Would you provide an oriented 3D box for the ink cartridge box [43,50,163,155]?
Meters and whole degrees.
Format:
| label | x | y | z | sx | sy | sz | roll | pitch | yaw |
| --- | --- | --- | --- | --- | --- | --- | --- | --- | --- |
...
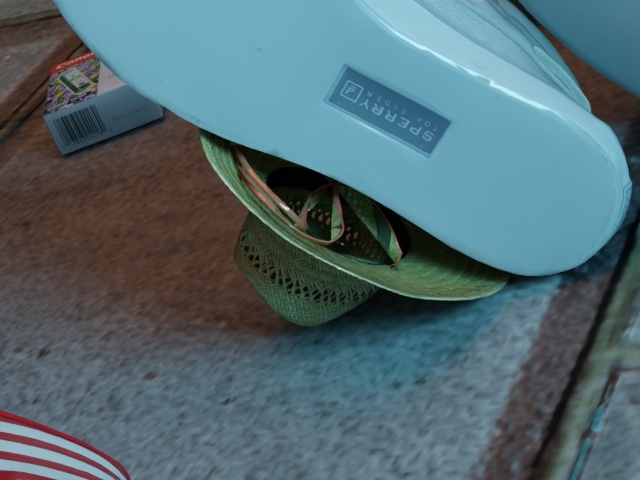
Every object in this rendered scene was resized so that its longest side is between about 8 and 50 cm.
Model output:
| label | x | y | z | sx | sy | sz | roll | pitch | yaw |
| --- | --- | --- | --- | --- | --- | --- | --- | --- | --- |
| ink cartridge box | -0.124 | -0.093 | 1.005 | 0.063 | 0.029 | 0.115 | -20 | 27 | 6 |

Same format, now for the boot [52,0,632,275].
| label | x | y | z | sx | sy | sz | roll | pitch | yaw |
| --- | --- | --- | --- | --- | --- | --- | --- | --- | --- |
| boot | 0.003 | -0.084 | 0.687 | 0.095 | 0.258 | 0.123 | -51 | 15 | 18 |

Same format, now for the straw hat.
| label | x | y | z | sx | sy | sz | roll | pitch | yaw |
| --- | --- | --- | --- | --- | --- | --- | --- | --- | --- |
| straw hat | 0.000 | 0.000 | 0.693 | 0.061 | 0.144 | 0.144 | -58 | 13 | 26 |

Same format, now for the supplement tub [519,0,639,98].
| label | x | y | z | sx | sy | sz | roll | pitch | yaw |
| --- | --- | --- | --- | --- | --- | --- | --- | --- | --- |
| supplement tub | 0.225 | -0.222 | 0.682 | 0.241 | 0.241 | 0.331 | 16 | 63 | 51 |

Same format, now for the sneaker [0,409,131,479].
| label | x | y | z | sx | sy | sz | roll | pitch | yaw |
| --- | --- | --- | --- | --- | --- | --- | --- | --- | --- |
| sneaker | -0.163 | 0.127 | 0.597 | 0.221 | 0.087 | 0.128 | -9 | 19 | 0 |
